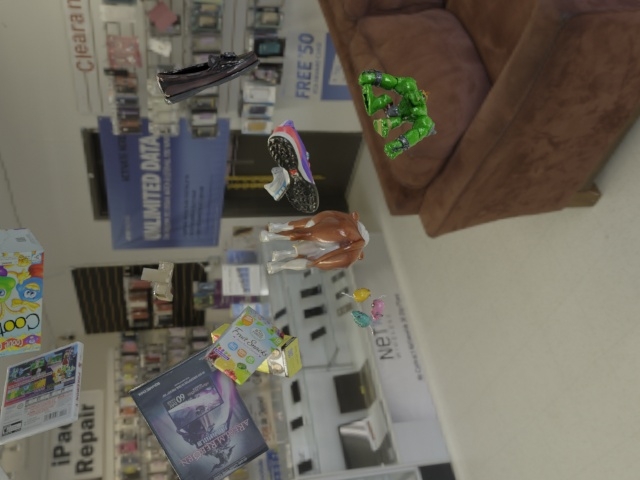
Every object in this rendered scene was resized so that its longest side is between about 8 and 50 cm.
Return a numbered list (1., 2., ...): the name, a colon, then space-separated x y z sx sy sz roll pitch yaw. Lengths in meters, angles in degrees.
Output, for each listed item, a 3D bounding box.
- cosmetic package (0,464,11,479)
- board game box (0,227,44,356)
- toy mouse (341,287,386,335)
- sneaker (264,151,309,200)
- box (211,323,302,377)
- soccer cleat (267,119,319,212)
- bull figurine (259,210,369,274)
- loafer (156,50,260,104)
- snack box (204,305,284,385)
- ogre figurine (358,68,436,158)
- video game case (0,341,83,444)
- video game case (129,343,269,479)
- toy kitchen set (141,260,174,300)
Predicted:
1. cosmetic package: -0.736 0.517 1.200 0.138 0.224 0.224 -84 -28 -73
2. board game box: -0.765 0.127 1.501 0.144 0.142 0.275 33 119 44
3. toy mouse: 0.142 0.203 1.769 0.031 0.161 0.143 -14 86 51
4. sneaker: -0.114 -0.228 2.048 0.190 0.083 0.071 -50 -2 0
5. box: -0.159 0.268 1.530 0.232 0.058 0.087 7 113 33
6. soccer cleat: -0.068 -0.225 1.939 0.116 0.109 0.318 -69 -33 -41
7. bull figurine: 0.000 0.000 1.108 0.310 0.189 0.101 -72 -26 -89
8. loafer: -0.327 -0.489 1.789 0.109 0.303 0.095 -106 -8 -65
9. snack box: -0.158 0.218 1.288 0.141 0.100 0.037 -47 13 13
10. ogre figurine: 0.159 -0.268 1.266 0.096 0.118 0.197 93 158 -49
11. video game case: -0.618 0.336 1.376 0.023 0.201 0.183 52 -158 -51
12. video game case: -0.258 0.390 1.346 0.274 0.196 0.026 63 165 -9
13. toy kitchen set: -0.399 0.099 1.534 0.075 0.068 0.083 99 179 -73
